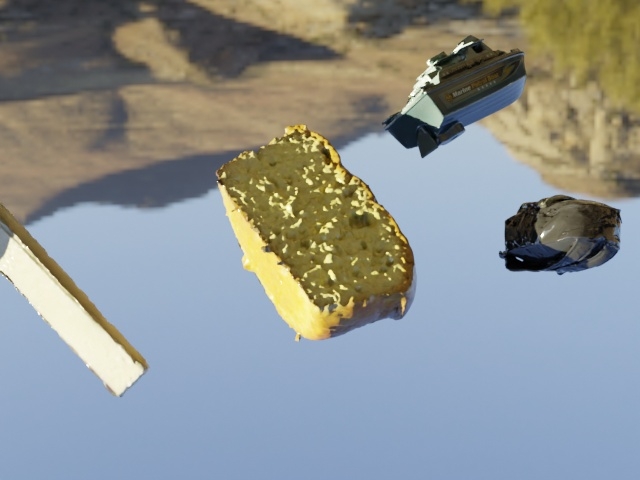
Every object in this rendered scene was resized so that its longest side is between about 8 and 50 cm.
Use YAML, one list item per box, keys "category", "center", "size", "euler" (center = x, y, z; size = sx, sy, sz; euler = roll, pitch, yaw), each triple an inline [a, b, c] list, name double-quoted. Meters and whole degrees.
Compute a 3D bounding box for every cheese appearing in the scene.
- category: "cheese"
  center: [-0.393, 0.054, 1.846]
  size: [0.085, 0.400, 0.034]
  euler: [-47, 176, 35]

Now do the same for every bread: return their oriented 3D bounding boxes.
- category: "bread"
  center: [-0.003, 0.018, 1.825]
  size: [0.194, 0.179, 0.340]
  euler: [-25, -124, -20]

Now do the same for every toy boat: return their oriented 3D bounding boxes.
- category: "toy boat"
  center: [0.216, -0.232, 1.976]
  size: [0.296, 0.122, 0.114]
  euler: [-32, 175, -42]

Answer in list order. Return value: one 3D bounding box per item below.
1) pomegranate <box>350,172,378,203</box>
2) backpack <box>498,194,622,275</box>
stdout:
- category: "pomegranate"
  center: [0.000, 0.000, 2.187]
  size: [0.214, 0.248, 0.214]
  euler: [0, 155, 0]
- category: "backpack"
  center: [0.333, -0.011, 1.789]
  size: [0.120, 0.106, 0.165]
  euler: [10, 163, -30]
